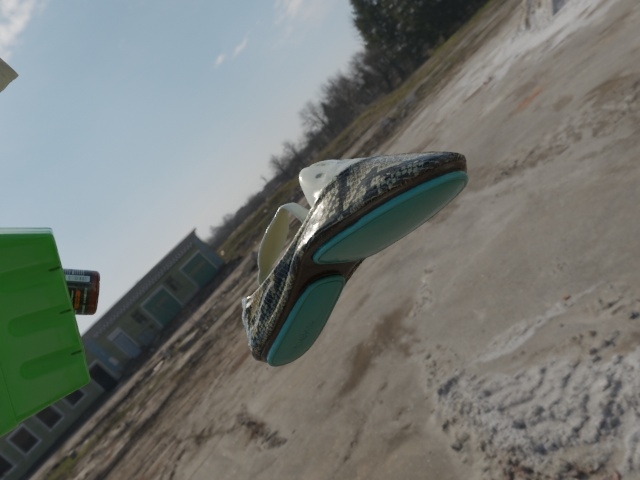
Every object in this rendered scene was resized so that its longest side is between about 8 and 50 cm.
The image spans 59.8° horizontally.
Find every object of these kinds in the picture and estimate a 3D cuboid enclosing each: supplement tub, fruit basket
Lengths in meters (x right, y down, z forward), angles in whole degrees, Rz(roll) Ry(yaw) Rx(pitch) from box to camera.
[{"bbox_3d":[-0.598,0.111,1.232,0.106,0.198,0.105,-175,90,-66],"label":"supplement tub"},{"bbox_3d":[-0.646,0.156,1.015,0.392,0.392,0.283,-47,22,-15],"label":"fruit basket"}]

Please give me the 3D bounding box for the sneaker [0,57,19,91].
[{"bbox_3d":[-0.745,-0.352,1.033,0.169,0.292,0.108,-52,41,-8],"label":"sneaker"}]

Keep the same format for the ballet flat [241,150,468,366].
[{"bbox_3d":[0.000,0.000,0.812,0.164,0.182,0.482,-6,-35,-42],"label":"ballet flat"}]
